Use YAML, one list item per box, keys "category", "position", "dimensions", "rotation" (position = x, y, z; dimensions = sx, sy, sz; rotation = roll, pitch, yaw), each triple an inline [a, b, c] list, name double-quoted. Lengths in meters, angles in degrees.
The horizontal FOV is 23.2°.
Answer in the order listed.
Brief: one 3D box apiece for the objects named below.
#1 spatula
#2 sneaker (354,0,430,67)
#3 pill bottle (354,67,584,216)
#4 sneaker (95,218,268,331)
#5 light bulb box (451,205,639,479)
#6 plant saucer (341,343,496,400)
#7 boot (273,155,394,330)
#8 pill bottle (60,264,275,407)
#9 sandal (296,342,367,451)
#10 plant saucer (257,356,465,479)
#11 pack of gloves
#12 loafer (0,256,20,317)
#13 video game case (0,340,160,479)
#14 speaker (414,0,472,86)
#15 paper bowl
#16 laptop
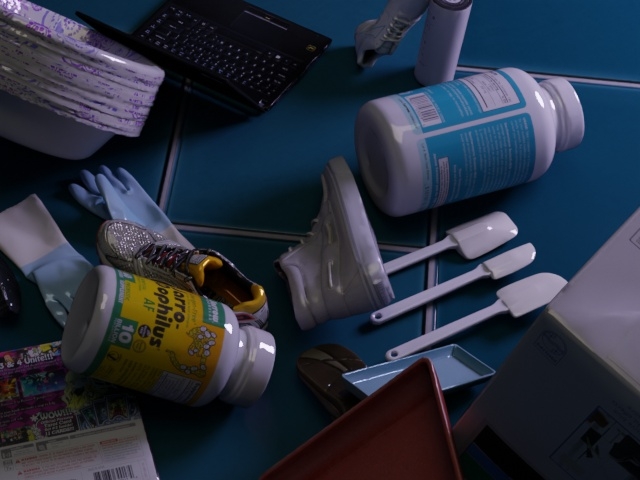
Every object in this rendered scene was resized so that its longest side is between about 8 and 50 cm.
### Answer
- category: "spatula"
  position: [0.152, 0.052, 1.829]
  dimensions: [0.242, 0.019, 0.168]
  rotation: [-22, 51, -16]
- category: "sneaker"
  position: [0.096, -0.278, 2.047]
  dimensions: [0.053, 0.152, 0.061]
  rotation: [21, 54, -23]
- category: "pill bottle"
  position: [0.185, -0.127, 1.908]
  dimensions: [0.264, 0.146, 0.146]
  rotation: [-14, 51, -16]
- category: "sneaker"
  position: [-0.151, 0.033, 1.762]
  dimensions: [0.225, 0.093, 0.088]
  rotation: [28, 52, 9]
- category: "light bulb box"
  position: [0.333, 0.120, 1.529]
  dimensions: [0.225, 0.361, 0.358]
  rotation: [42, 57, 10]
- category: "plant saucer"
  position: [0.107, 0.151, 1.690]
  dimensions: [0.192, 0.018, 0.067]
  rotation: [-9, 34, -46]
- category: "boot"
  position: [0.000, 0.000, 1.821]
  dimensions: [0.123, 0.095, 0.258]
  rotation: [-20, 35, 4]
- category: "pill bottle"
  position: [-0.159, 0.110, 1.660]
  dimensions: [0.208, 0.117, 0.117]
  rotation: [20, 45, -21]
- category: "sandal"
  position: [0.042, 0.192, 1.679]
  dimensions: [0.090, 0.060, 0.219]
  rotation: [-19, 39, -27]
- category: "plant saucer"
  position: [0.053, 0.284, 1.510]
  dimensions: [0.047, 0.259, 0.258]
  rotation: [28, 36, -37]
- category: "pack of gloves"
  position: [-0.265, -0.004, 1.836]
  dimensions: [0.195, 0.046, 0.232]
  rotation: [-27, 55, -26]
- category: "loafer"
  position: [-0.395, 0.032, 1.796]
  dimensions: [0.061, 0.062, 0.170]
  rotation: [-33, 51, -2]
- category: "video game case"
  position: [-0.304, 0.204, 1.650]
  dimensions: [0.232, 0.042, 0.210]
  rotation: [-11, 50, -14]
- category: "speaker"
  position: [0.159, -0.264, 2.035]
  dimensions: [0.055, 0.136, 0.055]
  rotation: [5, 46, -5]
- category: "paper bowl"
  position: [-0.342, -0.197, 1.881]
  dimensions: [0.284, 0.148, 0.284]
  rotation: [25, 6, -3]
- category: "laptop"
  position: [-0.146, -0.276, 2.024]
  dimensions: [0.234, 0.136, 0.264]
  rotation: [26, 52, 18]
